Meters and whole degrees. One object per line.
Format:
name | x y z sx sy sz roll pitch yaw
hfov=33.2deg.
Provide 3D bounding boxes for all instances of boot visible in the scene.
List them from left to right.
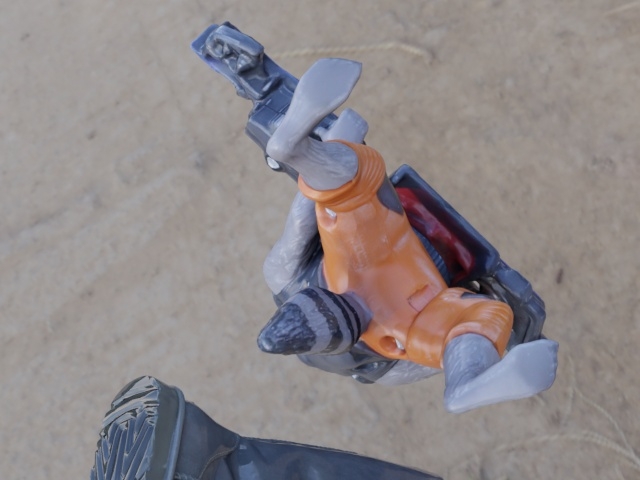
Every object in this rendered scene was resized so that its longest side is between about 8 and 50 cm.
boot | -0.023 0.178 0.543 0.076 0.208 0.189 -18 50 44

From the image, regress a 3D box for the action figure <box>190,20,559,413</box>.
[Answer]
action figure | 0.000 0.000 0.709 0.178 0.341 0.330 -47 -6 -10
